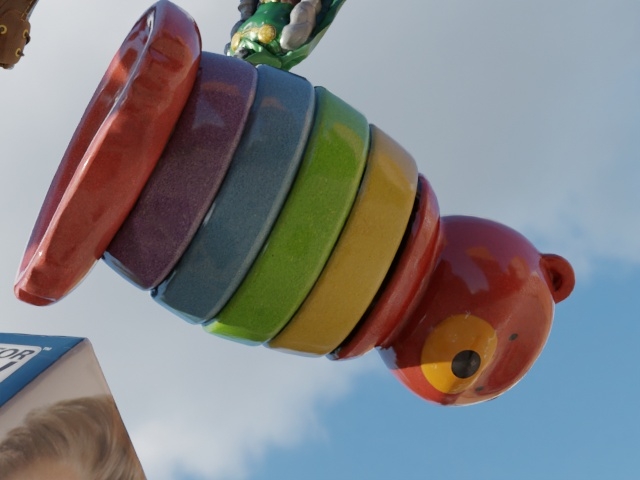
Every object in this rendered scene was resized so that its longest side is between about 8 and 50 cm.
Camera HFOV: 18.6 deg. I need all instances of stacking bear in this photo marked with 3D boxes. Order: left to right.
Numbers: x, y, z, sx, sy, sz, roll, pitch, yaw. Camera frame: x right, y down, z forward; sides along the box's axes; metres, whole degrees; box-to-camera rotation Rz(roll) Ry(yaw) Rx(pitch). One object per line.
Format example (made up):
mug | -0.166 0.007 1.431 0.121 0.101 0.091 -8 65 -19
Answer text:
stacking bear | 0.000 0.000 1.096 0.289 0.164 0.175 27 -71 -13

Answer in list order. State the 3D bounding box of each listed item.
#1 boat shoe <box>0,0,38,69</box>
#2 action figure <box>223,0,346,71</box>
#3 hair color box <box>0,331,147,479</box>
boat shoe | -0.240 -0.150 1.413 0.178 0.064 0.060 -46 -76 -12
action figure | -0.015 -0.184 1.415 0.137 0.232 0.063 -14 -54 41
hair color box | -0.202 0.195 0.766 0.347 0.105 0.174 -43 -58 -43
